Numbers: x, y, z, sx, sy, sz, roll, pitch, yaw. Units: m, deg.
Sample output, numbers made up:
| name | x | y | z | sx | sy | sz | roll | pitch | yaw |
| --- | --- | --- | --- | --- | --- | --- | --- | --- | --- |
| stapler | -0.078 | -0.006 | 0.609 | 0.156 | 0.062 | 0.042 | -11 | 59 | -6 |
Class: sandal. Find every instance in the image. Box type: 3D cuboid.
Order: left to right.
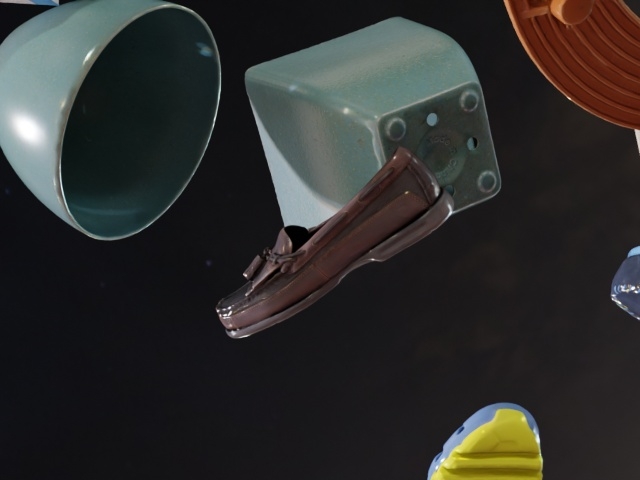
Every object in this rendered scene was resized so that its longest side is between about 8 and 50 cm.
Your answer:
| name | x | y | z | sx | sy | sz | roll | pitch | yaw |
| --- | --- | --- | --- | --- | --- | --- | --- | --- | --- |
| sandal | 0.172 | 0.297 | 1.391 | 0.126 | 0.138 | 0.317 | 14 | -51 | -6 |

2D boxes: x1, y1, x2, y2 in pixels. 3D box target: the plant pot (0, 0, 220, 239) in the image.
| name | x | y | z | sx | sy | sz | roll | pitch | yaw |
| --- | --- | --- | --- | --- | --- | --- | --- | --- | --- |
| plant pot | -0.284 | -0.170 | 1.410 | 0.290 | 0.195 | 0.290 | -44 | -32 | -39 |

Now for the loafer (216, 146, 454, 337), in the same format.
| name | x | y | z | sx | sy | sz | roll | pitch | yaw |
| --- | --- | --- | --- | --- | --- | --- | --- | --- | --- |
| loafer | 0.000 | 0.000 | 1.303 | 0.302 | 0.109 | 0.095 | -30 | -74 | 16 |

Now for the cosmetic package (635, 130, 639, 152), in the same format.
| name | x | y | z | sx | sy | sz | roll | pitch | yaw |
| --- | --- | --- | --- | --- | --- | --- | --- | --- | --- |
| cosmetic package | 0.563 | -0.109 | 1.762 | 0.129 | 0.296 | 0.153 | -12 | -6 | 25 |

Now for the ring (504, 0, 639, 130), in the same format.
| name | x | y | z | sx | sy | sz | roll | pitch | yaw |
| --- | --- | --- | --- | --- | --- | --- | --- | --- | --- |
| ring | 0.247 | -0.206 | 0.629 | 0.336 | 0.032 | 0.337 | -12 | -54 | -17 |

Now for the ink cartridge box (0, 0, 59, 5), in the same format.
| name | x | y | z | sx | sy | sz | roll | pitch | yaw |
| --- | --- | --- | --- | --- | --- | --- | --- | --- | --- |
| ink cartridge box | -0.373 | -0.320 | 1.314 | 0.143 | 0.090 | 0.092 | 3 | -87 | 0 |

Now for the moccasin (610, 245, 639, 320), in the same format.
| name | x | y | z | sx | sy | sz | roll | pitch | yaw |
| --- | --- | --- | --- | --- | --- | --- | --- | --- | --- |
| moccasin | 0.380 | 0.124 | 0.929 | 0.117 | 0.342 | 0.138 | -57 | -19 | -7 |

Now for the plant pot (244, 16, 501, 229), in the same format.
| name | x | y | z | sx | sy | sz | roll | pitch | yaw |
| --- | --- | --- | --- | --- | --- | --- | --- | --- | --- |
| plant pot | 0.089 | -0.125 | 1.460 | 0.247 | 0.252 | 0.247 | -23 | -70 | -20 |
